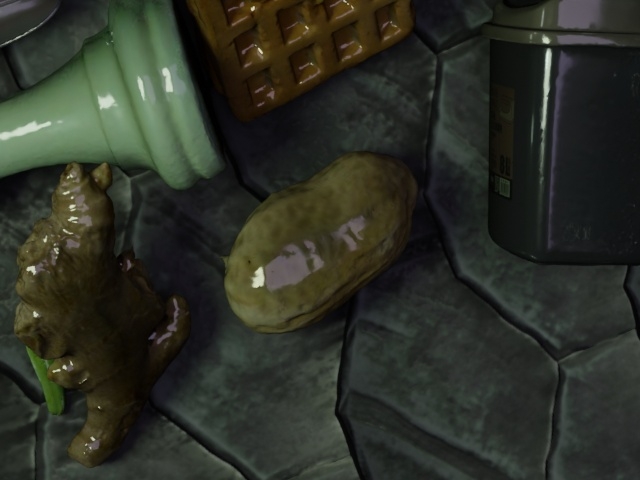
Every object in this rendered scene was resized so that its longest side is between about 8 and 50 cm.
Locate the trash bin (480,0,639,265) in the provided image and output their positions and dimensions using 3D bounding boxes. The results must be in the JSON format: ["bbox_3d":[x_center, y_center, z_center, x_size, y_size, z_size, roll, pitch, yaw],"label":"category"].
[{"bbox_3d":[0.249,-0.128,1.787,0.182,0.209,0.290,1,99,-11],"label":"trash bin"}]

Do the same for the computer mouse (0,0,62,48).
[{"bbox_3d":[-0.354,-0.221,1.732,0.232,0.057,0.120,-20,65,-5],"label":"computer mouse"}]

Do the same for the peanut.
[{"bbox_3d":[0.000,0.000,1.793,0.224,0.129,0.129,-34,99,-15],"label":"peanut"}]

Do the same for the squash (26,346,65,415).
[{"bbox_3d":[-0.265,0.129,1.805,0.027,0.027,0.089,-19,98,-8],"label":"squash"}]

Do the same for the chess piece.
[{"bbox_3d":[-0.253,-0.108,1.722,0.299,0.194,0.194,-18,97,1],"label":"chess piece"}]

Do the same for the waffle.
[{"bbox_3d":[-0.032,-0.271,1.681,0.224,0.327,0.098,-28,57,-9],"label":"waffle"}]

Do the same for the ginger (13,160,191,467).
[{"bbox_3d":[-0.202,0.071,1.720,0.166,0.080,0.333,-32,132,-16],"label":"ginger"}]
